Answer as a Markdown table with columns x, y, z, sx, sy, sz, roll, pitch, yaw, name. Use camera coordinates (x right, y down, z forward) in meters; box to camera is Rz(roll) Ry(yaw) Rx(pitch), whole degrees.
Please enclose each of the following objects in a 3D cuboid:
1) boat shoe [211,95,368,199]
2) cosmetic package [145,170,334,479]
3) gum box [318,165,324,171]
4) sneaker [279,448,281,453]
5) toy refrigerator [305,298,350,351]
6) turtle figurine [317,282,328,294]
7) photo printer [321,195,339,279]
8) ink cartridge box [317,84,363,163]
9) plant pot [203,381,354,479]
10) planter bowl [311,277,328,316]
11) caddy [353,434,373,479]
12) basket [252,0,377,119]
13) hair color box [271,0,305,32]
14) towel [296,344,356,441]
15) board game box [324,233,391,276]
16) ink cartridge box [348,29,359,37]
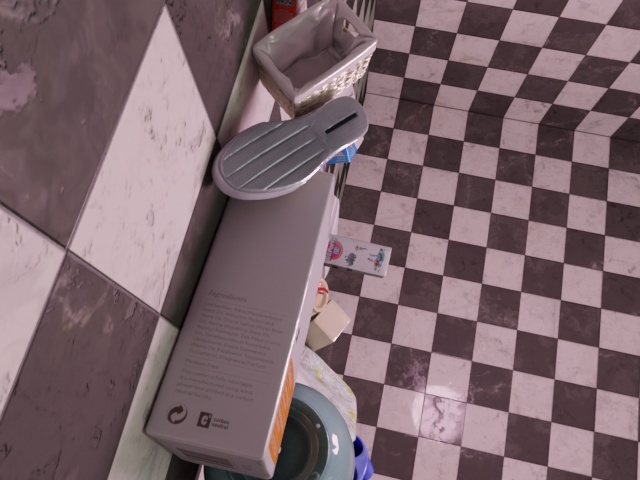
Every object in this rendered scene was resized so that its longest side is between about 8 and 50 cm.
| x | y | z | sx | sy | sz | roll | pitch | yaw | name |
| --- | --- | --- | --- | --- | --- | --- | --- | --- | --- |
| -0.044 | -0.133 | 0.838 | 0.302 | 0.109 | 0.094 | -31 | -178 | -37 | boat shoe |
| -0.101 | 0.120 | 0.880 | 0.230 | 0.161 | 0.453 | 93 | 9 | -61 | cosmetic package |
| -0.017 | -0.248 | 1.544 | 0.188 | 0.062 | 0.107 | 92 | 11 | -60 | gum box |
| -0.101 | 0.645 | 1.549 | 0.169 | 0.257 | 0.448 | -3 | 104 | -85 | sneaker |
| -0.035 | 0.274 | 1.644 | 0.102 | 0.094 | 0.269 | -46 | -176 | -38 | toy refrigerator |
| -0.083 | 0.126 | 1.125 | 0.175 | 0.118 | 0.234 | 0 | 130 | -42 | turtle figurine |
| 0.000 | 0.000 | 2.070 | 0.307 | 0.107 | 0.256 | 91 | 11 | -64 | photo printer |
| 0.038 | -0.323 | 1.420 | 0.148 | 0.085 | 0.203 | -61 | 144 | -49 | ink cartridge box |
| -0.074 | 0.382 | 0.975 | 0.196 | 0.293 | 0.293 | 97 | 7 | -63 | plant pot |
| -0.045 | 0.151 | 1.531 | 0.162 | 0.109 | 0.162 | 1 | 89 | -59 | planter bowl |
| -0.001 | 0.711 | 1.672 | 0.179 | 0.341 | 0.241 | 63 | 28 | -29 | caddy |
| -0.010 | -0.284 | 0.869 | 0.167 | 0.113 | 0.103 | -37 | 169 | -11 | basket |
| -0.056 | -0.365 | 0.940 | 0.072 | 0.043 | 0.141 | -73 | 174 | -46 | hair color box |
| -0.034 | 0.382 | 1.431 | 0.090 | 0.320 | 0.374 | -47 | 177 | 5 | towel |
| 0.063 | 0.042 | 1.738 | 0.224 | 0.303 | 0.098 | 64 | 37 | -83 | board game box |
| 0.084 | -0.582 | 1.610 | 0.198 | 0.115 | 0.067 | -65 | 167 | -72 | ink cartridge box |
